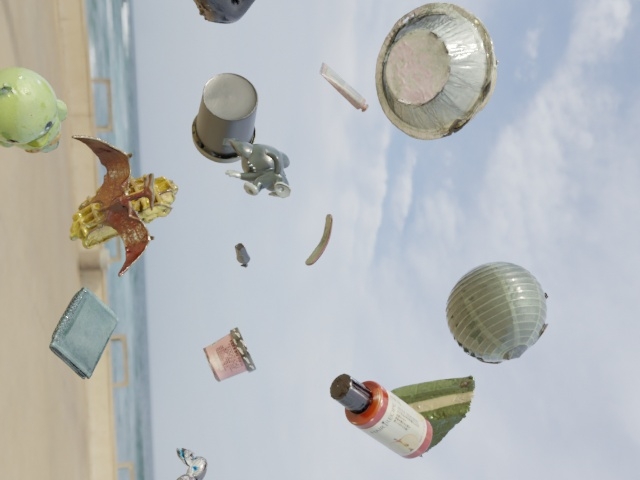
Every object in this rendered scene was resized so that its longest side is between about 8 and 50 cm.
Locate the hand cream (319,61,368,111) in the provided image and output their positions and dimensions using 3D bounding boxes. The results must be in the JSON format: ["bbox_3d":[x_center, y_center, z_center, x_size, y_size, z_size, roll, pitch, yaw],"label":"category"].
[{"bbox_3d":[0.076,-0.497,2.299,0.043,0.210,0.067,-31,-150,39],"label":"hand cream"}]

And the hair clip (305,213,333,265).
[{"bbox_3d":[0.001,0.001,1.701,0.137,0.022,0.054,-66,-160,-6],"label":"hair clip"}]

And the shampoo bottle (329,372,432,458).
[{"bbox_3d":[0.125,0.374,1.520,0.104,0.278,0.104,-30,-142,27],"label":"shampoo bottle"}]

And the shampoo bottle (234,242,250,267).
[{"bbox_3d":[-0.262,0.052,2.364,0.137,0.048,0.027,84,10,-60],"label":"shampoo bottle"}]

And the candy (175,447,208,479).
[{"bbox_3d":[-0.300,0.538,1.517,0.051,0.094,0.226,-52,-164,21],"label":"candy"}]

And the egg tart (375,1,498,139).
[{"bbox_3d":[0.182,-0.287,1.189,0.234,0.094,0.234,3,-86,39],"label":"egg tart"}]

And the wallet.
[{"bbox_3d":[-0.368,0.142,1.086,0.088,0.026,0.129,53,29,-28],"label":"wallet"}]

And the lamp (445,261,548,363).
[{"bbox_3d":[0.413,0.176,1.653,0.265,0.233,0.233,-46,-136,39],"label":"lamp"}]

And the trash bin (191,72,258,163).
[{"bbox_3d":[-0.313,-0.383,2.300,0.334,0.214,0.214,115,-31,-65],"label":"trash bin"}]

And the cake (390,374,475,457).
[{"bbox_3d":[0.303,0.473,2.019,0.283,0.172,0.158,-56,-169,44],"label":"cake"}]

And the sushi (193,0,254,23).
[{"bbox_3d":[-0.231,-0.606,1.562,0.227,0.215,0.212,108,-39,-63],"label":"sushi"}]

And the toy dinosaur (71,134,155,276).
[{"bbox_3d":[-0.509,-0.083,1.723,0.113,0.207,0.327,2,95,-77],"label":"toy dinosaur"}]

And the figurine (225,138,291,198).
[{"bbox_3d":[-0.161,-0.195,1.944,0.265,0.193,0.140,-149,-109,-68],"label":"figurine"}]

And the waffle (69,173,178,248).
[{"bbox_3d":[-0.532,-0.091,1.898,0.309,0.283,0.065,-66,150,-42],"label":"waffle"}]

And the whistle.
[{"bbox_3d":[-0.521,-0.206,1.271,0.294,0.141,0.141,87,-4,-69],"label":"whistle"}]

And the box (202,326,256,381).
[{"bbox_3d":[-0.291,0.370,2.226,0.151,0.135,0.151,62,-8,16],"label":"box"}]
